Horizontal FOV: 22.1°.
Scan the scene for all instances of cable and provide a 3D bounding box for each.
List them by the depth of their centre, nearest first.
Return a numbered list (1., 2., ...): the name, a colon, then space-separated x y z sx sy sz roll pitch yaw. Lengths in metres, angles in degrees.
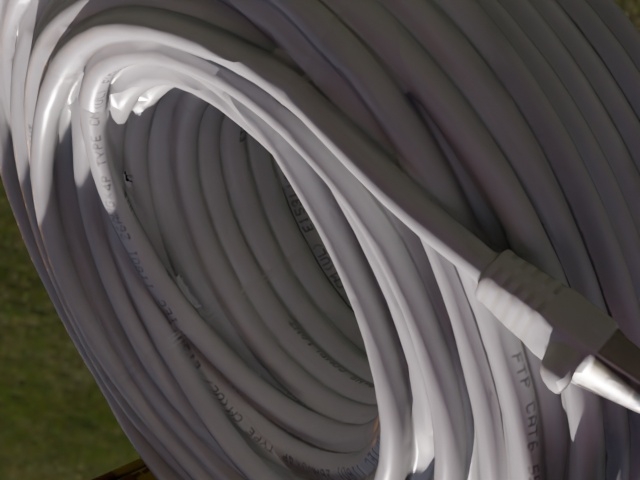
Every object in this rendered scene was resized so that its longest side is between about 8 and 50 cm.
1. cable: 0.000 0.000 0.487 0.089 0.257 0.257 -31 169 -30

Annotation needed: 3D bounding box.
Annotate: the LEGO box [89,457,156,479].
1. LEGO box: 0.138 0.221 0.718 0.500 0.372 0.193 -19 144 -44
